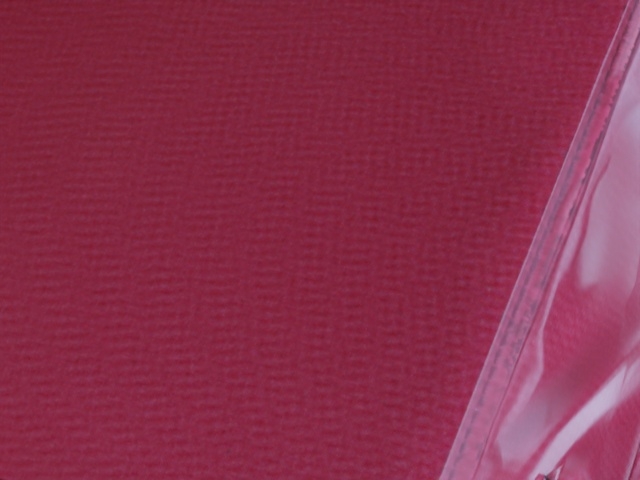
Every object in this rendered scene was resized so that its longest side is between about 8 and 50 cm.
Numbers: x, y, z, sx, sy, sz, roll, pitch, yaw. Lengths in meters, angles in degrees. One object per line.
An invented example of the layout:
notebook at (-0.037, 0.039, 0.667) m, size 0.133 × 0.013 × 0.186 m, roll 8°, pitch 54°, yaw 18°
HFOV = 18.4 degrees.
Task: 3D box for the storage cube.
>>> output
storage cube at (0.000, 0.000, 0.456) m, size 0.193 × 0.215 × 0.183 m, roll -68°, pitch 152°, yaw -16°
